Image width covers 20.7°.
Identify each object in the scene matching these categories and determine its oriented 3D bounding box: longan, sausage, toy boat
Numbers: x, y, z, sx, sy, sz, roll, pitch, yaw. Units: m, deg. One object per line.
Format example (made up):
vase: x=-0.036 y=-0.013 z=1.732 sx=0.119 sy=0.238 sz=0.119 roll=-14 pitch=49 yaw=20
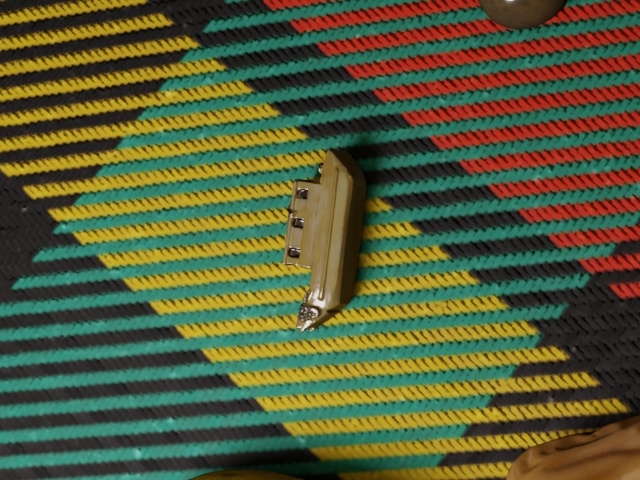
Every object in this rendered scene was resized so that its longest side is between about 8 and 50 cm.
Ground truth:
longan: x=0.207 y=-0.274 z=1.818 sx=0.113 sy=0.092 sz=0.113 roll=-1 pitch=87 yaw=31
sausage: x=0.296 y=0.245 z=1.760 sx=0.241 sy=0.136 sz=0.120 roll=-18 pitch=90 yaw=21
toy boat: x=0.000 y=0.000 z=1.899 sx=0.077 sy=0.057 sz=0.201 roll=8 pitch=92 yaw=23

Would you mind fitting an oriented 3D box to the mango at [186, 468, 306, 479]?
mango: x=-0.037 y=0.375 z=1.850 sx=0.365 sy=0.182 sz=0.253 roll=25 pitch=99 yaw=28
